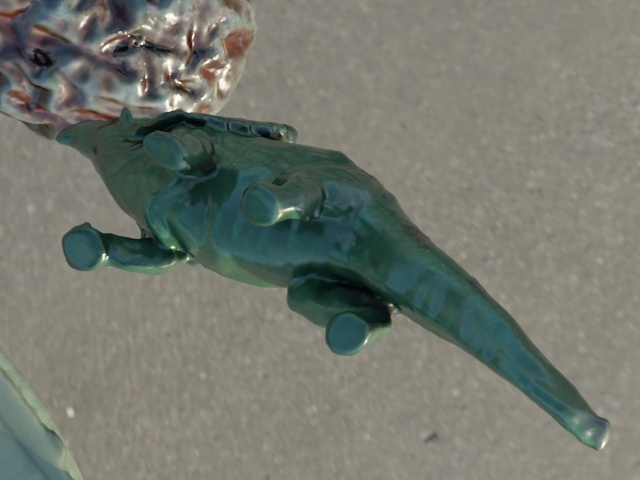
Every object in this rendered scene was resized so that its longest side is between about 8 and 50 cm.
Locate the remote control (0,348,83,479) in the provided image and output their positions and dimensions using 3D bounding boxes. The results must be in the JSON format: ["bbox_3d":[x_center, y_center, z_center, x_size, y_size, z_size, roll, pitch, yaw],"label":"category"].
[{"bbox_3d":[-0.226,0.139,0.700,0.285,0.038,0.123,-40,99,-18],"label":"remote control"}]

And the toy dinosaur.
[{"bbox_3d":[-0.013,0.001,0.773,0.120,0.292,0.079,-5,117,-41],"label":"toy dinosaur"}]

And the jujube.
[{"bbox_3d":[-0.212,-0.196,1.429,0.317,0.226,0.226,27,102,-20],"label":"jujube"}]
